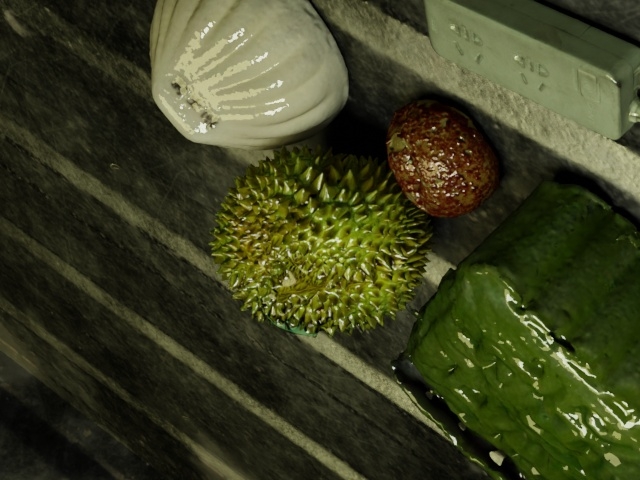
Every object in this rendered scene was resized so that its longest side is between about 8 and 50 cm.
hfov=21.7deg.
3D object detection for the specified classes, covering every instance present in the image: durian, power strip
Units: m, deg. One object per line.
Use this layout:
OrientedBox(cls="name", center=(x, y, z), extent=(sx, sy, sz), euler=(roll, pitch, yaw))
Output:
OrientedBox(cls="durian", center=(-0.002, 0.003, 1.993), extent=(0.291, 0.225, 0.291), euler=(19, 173, 2))
OrientedBox(cls="power strip", center=(0.225, -0.173, 1.601), extent=(0.288, 0.053, 0.093), euler=(30, 152, 32))

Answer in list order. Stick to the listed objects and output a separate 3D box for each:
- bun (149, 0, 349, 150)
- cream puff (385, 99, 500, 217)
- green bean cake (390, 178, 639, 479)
OrientedBox(cls="bun", center=(-0.114, -0.196, 1.960), extent=(0.263, 0.175, 0.263), euler=(34, 155, 19))
OrientedBox(cls="cream puff", center=(0.127, -0.086, 1.857), extent=(0.149, 0.084, 0.149), euler=(35, 152, 22))
OrientedBox(cls="green bean cake", center=(0.262, 0.128, 1.824), extent=(0.335, 0.218, 0.319), euler=(40, 155, 7))
